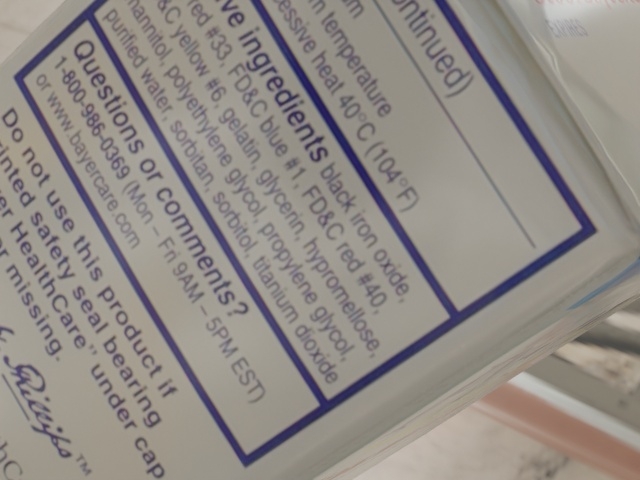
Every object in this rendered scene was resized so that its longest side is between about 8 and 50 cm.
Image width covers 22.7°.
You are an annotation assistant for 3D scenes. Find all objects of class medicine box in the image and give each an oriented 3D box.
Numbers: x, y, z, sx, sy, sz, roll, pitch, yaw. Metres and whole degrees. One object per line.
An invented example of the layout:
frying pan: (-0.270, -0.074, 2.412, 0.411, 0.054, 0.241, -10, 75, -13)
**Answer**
medicine box: (0.000, 0.000, 0.550, 0.149, 0.289, 0.263, 59, -151, 9)
